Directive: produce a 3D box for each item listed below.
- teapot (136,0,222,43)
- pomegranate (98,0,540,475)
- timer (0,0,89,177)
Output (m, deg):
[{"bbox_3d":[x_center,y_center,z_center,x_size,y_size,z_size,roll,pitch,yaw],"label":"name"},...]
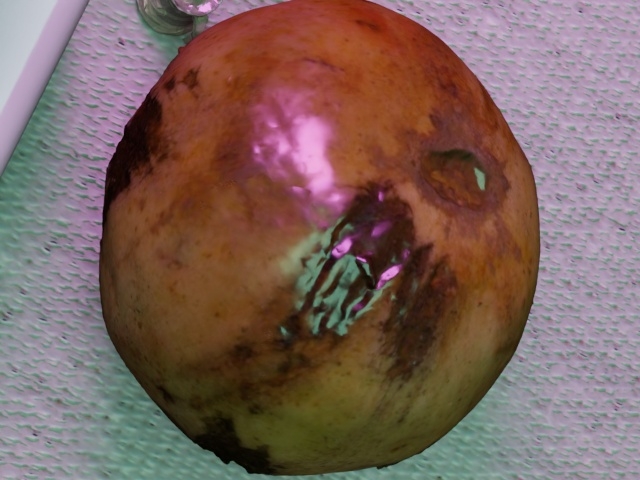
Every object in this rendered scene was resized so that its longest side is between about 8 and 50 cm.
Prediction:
[{"bbox_3d":[-0.097,-0.176,1.197,0.057,0.083,0.067,-13,92,-17],"label":"teapot"},{"bbox_3d":[0.000,0.000,1.126,0.322,0.322,0.322,0,92,-13],"label":"pomegranate"},{"bbox_3d":[-0.279,-0.127,1.099,0.194,0.192,0.195,26,85,-13],"label":"timer"}]
